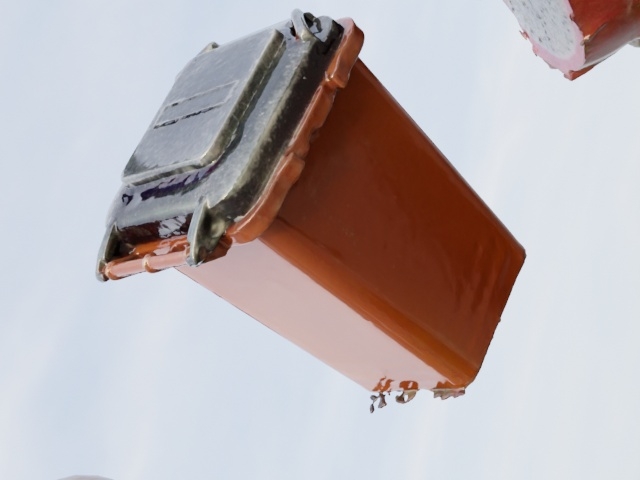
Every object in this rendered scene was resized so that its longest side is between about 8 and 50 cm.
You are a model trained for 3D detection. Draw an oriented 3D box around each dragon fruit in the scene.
[{"bbox_3d":[0.302,-0.348,1.563,0.226,0.305,0.305,-29,-36,0],"label":"dragon fruit"}]

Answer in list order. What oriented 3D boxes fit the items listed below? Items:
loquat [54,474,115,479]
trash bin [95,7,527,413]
[{"bbox_3d":[-0.304,0.399,1.735,0.235,0.235,0.235,-36,-49,-57],"label":"loquat"},{"bbox_3d":[0.000,0.000,0.886,0.239,0.161,0.184,42,-120,-26],"label":"trash bin"}]
